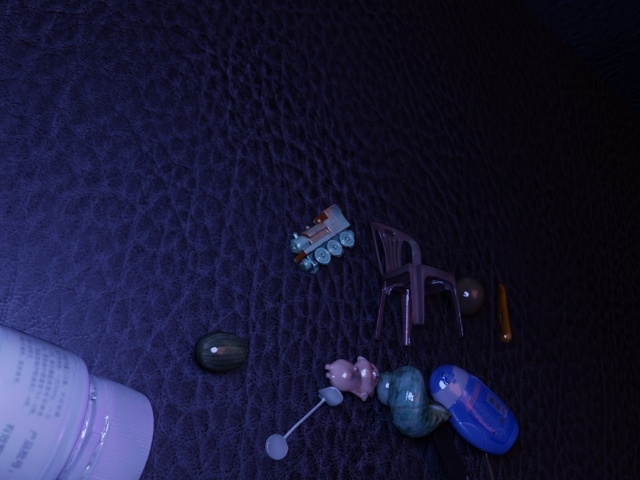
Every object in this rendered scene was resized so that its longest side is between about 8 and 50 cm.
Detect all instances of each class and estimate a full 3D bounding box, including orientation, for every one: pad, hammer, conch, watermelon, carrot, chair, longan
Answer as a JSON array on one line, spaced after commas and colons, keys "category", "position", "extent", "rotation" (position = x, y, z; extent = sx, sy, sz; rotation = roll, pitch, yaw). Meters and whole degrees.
[{"category": "pad", "position": [0.315, 0.523, 1.526], "extent": [0.193, 0.004, 0.116], "rotation": [67, 23, -8]}, {"category": "hammer", "position": [0.418, 0.524, 1.646], "extent": [0.058, 0.029, 0.292], "rotation": [2, 68, -42]}, {"category": "conch", "position": [0.209, 0.370, 1.472], "extent": [0.188, 0.122, 0.176], "rotation": [57, 20, -6]}, {"category": "watermelon", "position": [-0.190, 0.215, 1.235], "extent": [0.111, 0.078, 0.078], "rotation": [11, 64, -36]}, {"category": "carrot", "position": [0.538, 0.209, 1.875], "extent": [0.037, 0.037, 0.190], "rotation": [23, 57, -31]}, {"category": "chair", "position": [0.230, 0.085, 1.572], "extent": [0.176, 0.183, 0.326], "rotation": [18, 62, -35]}, {"category": "longan", "position": [0.403, 0.157, 1.750], "extent": [0.119, 0.106, 0.106], "rotation": [73, 25, -55]}]

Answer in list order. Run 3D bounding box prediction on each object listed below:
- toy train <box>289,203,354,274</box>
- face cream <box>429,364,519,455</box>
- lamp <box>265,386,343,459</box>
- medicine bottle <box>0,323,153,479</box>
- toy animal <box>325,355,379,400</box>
[{"category": "toy train", "position": [0.000, 0.000, 1.497], "extent": [0.176, 0.074, 0.118], "rotation": [-32, 83, -39]}, {"category": "face cream", "position": [0.378, 0.419, 1.603], "extent": [0.264, 0.083, 0.149], "rotation": [44, 56, -6]}, {"category": "lamp", "position": [-0.034, 0.375, 1.314], "extent": [0.198, 0.056, 0.050], "rotation": [-38, 100, -40]}, {"category": "medicine bottle", "position": [-0.419, 0.264, 0.907], "extent": [0.302, 0.241, 0.241], "rotation": [34, 52, -35]}, {"category": "toy animal", "position": [0.073, 0.301, 1.423], "extent": [0.150, 0.089, 0.083], "rotation": [20, 91, -36]}]
